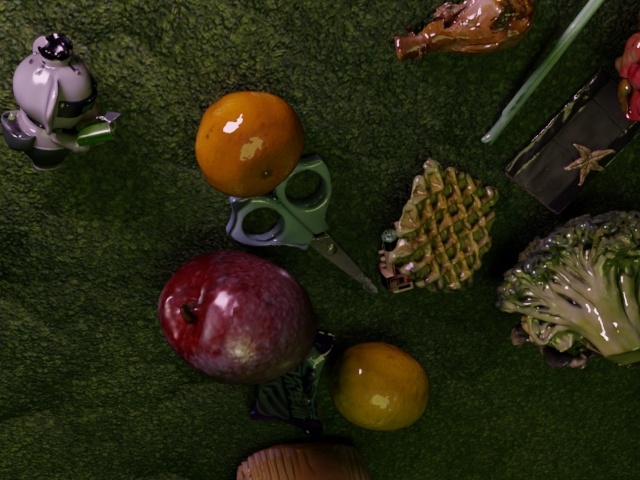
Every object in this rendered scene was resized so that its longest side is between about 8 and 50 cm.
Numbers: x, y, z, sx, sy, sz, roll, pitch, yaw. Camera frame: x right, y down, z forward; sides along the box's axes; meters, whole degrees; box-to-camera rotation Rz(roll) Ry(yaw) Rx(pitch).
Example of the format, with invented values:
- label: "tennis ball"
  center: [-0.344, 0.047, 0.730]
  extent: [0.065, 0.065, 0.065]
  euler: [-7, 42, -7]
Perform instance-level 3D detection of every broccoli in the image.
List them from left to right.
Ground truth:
- label: "broccoli"
  center: [0.491, 0.090, 1.500]
  extent: [0.324, 0.272, 0.334]
  euler: [-7, 151, 39]

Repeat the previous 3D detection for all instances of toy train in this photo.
- label: "toy train"
  center: [0.141, 0.026, 1.427]
  extent: [0.087, 0.050, 0.138]
  euler: [-15, 130, -4]

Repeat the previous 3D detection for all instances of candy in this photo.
- label: "candy"
  center: [-0.055, 0.260, 1.520]
  extent: [0.145, 0.070, 0.275]
  euler: [7, 127, 1]
- label: "candy"
  center: [0.378, -0.311, 1.230]
  extent: [0.119, 0.119, 0.440]
  euler: [13, 128, -28]

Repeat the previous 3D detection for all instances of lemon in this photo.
- label: "lemon"
  center: [0.111, 0.271, 1.532]
  extent: [0.207, 0.170, 0.170]
  euler: [19, 118, -31]

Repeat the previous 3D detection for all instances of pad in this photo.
- label: "pad"
  center: [0.437, -0.163, 1.405]
  extent: [0.174, 0.022, 0.233]
  euler: [28, 112, -33]

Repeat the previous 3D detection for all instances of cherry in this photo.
- label: "cherry"
  center: [-0.121, 0.123, 1.294]
  extent: [0.300, 0.230, 0.203]
  euler: [25, 80, -46]

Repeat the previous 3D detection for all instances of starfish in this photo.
- label: "starfish"
  center: [0.458, -0.139, 1.406]
  extent: [0.092, 0.016, 0.086]
  euler: [-24, 131, 5]

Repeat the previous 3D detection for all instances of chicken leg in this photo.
- label: "chicken leg"
  center: [0.205, -0.305, 1.171]
  extent: [0.208, 0.085, 0.101]
  euler: [-15, 164, 1]

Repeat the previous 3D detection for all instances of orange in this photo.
- label: "orange"
  center: [-0.103, -0.139, 1.155]
  extent: [0.159, 0.136, 0.159]
  euler: [-23, 147, -16]

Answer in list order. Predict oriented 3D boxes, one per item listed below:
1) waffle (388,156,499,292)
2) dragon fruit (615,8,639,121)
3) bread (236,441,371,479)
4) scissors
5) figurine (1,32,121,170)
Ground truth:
- label: "waffle"
  center: [0.207, -0.014, 1.373]
  extent: [0.223, 0.054, 0.204]
  euler: [18, 86, -38]
- label: "dragon fruit"
  center: [0.585, -0.264, 1.247]
  extent: [0.263, 0.296, 0.314]
  euler: [35, 117, 0]
- label: "bread"
  center: [-0.032, 0.515, 1.681]
  extent: [0.288, 0.156, 0.204]
  euler: [-2, 119, -15]
- label: "scissors"
  center: [0.000, 0.001, 1.369]
  extent: [0.191, 0.029, 0.360]
  euler: [-38, 129, 10]
- label: "figurine"
  center: [-0.339, -0.176, 1.050]
  extent: [0.126, 0.147, 0.192]
  euler: [-10, 143, -30]
